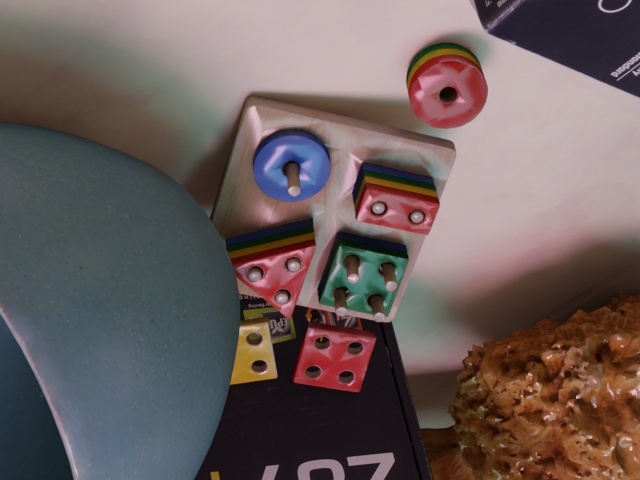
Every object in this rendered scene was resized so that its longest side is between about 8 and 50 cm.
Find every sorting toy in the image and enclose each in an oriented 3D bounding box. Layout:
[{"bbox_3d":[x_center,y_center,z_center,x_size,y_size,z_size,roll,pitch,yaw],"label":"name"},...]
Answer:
[{"bbox_3d":[0.000,0.000,0.940,0.132,0.046,0.274,12,121,-12],"label":"sorting toy"}]

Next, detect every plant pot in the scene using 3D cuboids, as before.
[{"bbox_3d":[-0.160,0.053,0.869,0.195,0.290,0.290,-30,165,-42],"label":"plant pot"}]

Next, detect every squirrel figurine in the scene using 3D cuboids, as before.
[{"bbox_3d":[0.170,0.176,1.207,0.370,0.281,0.397,6,131,-10],"label":"squirrel figurine"}]

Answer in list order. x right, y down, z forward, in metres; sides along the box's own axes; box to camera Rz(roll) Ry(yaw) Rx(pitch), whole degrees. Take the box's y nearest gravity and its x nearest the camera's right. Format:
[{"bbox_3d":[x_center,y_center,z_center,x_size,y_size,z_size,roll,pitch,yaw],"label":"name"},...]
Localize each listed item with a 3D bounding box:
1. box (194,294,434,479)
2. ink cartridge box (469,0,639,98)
[{"bbox_3d":[-0.124,0.184,1.002,0.395,0.318,0.097,-4,144,-11],"label":"box"},{"bbox_3d":[0.224,-0.157,0.844,0.208,0.045,0.206,13,139,-37],"label":"ink cartridge box"}]
